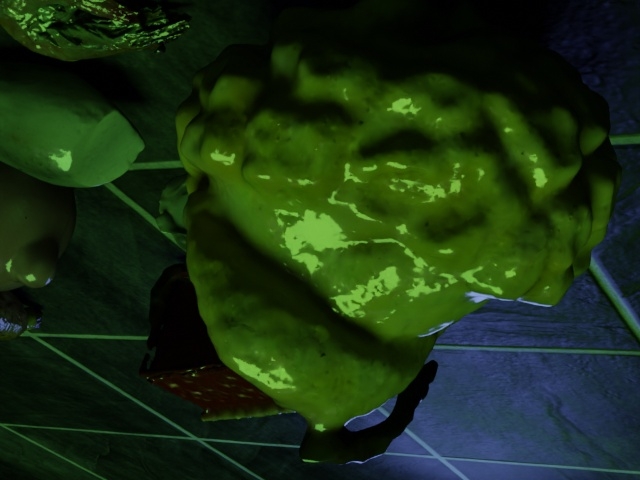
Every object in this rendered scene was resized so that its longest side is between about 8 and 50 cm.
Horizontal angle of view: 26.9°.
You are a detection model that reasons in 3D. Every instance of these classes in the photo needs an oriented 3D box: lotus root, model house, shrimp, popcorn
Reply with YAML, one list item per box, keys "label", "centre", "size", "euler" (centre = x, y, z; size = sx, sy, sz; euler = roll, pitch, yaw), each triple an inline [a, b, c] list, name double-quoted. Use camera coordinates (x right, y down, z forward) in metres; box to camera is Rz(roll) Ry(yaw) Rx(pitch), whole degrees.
- label: "lotus root"
  centre: [-0.473, 0.101, 1.907]
  size: [0.108, 0.094, 0.191]
  euler: [41, 180, 34]
- label: "model house"
  centre: [-0.070, 0.144, 1.659]
  size: [0.196, 0.160, 0.254]
  euler: [-12, 141, 35]
- label: "shrimp"
  centre: [-0.199, -0.189, 1.150]
  size: [0.190, 0.042, 0.101]
  euler: [6, 149, 19]
- label: "popcorn"
  centre: [0.050, -0.015, 1.035]
  size: [0.349, 0.381, 0.349]
  euler: [10, 174, 1]

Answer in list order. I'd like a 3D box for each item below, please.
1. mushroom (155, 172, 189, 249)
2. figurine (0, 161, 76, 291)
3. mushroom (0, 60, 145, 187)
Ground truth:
- label: "mushroom"
  centre: [0.002, 0.000, 1.405]
  size: [0.351, 0.097, 0.109]
  euler: [15, 158, -10]
- label: "figurine"
  centre: [-0.348, -0.026, 1.442]
  size: [0.173, 0.173, 0.173]
  euler: [11, 157, 5]
- label: "mushroom"
  centre: [-0.310, -0.125, 1.298]
  size: [0.270, 0.103, 0.118]
  euler: [15, 153, 23]
